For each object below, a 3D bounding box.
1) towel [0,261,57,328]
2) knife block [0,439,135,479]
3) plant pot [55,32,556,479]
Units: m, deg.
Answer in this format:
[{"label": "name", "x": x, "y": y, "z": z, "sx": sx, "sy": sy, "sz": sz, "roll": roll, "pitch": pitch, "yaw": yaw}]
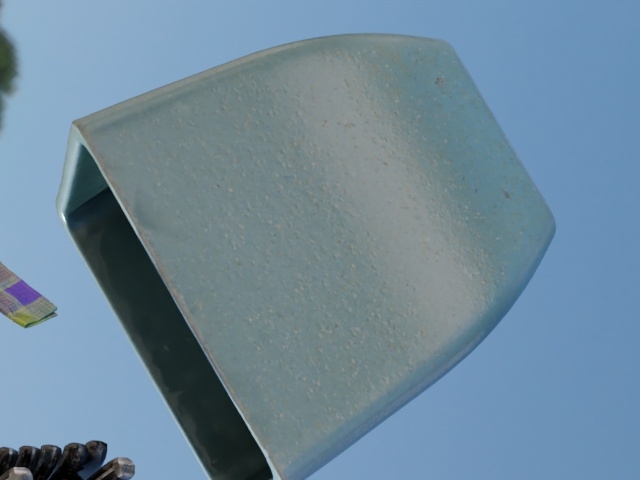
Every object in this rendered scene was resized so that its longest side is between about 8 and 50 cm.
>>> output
[{"label": "towel", "x": -0.280, "y": 0.046, "z": 1.539, "sx": 0.009, "sy": 0.083, "sz": 0.060, "roll": -57, "pitch": 166, "yaw": 24}, {"label": "knife block", "x": -0.179, "y": 0.239, "z": 1.004, "sx": 0.242, "sy": 0.088, "sz": 0.276, "roll": 29, "pitch": -66, "yaw": 55}, {"label": "plant pot", "x": 0.000, "y": 0.000, "z": 1.119, "sx": 0.252, "sy": 0.247, "sz": 0.248, "roll": -30, "pitch": 176, "yaw": -16}]
